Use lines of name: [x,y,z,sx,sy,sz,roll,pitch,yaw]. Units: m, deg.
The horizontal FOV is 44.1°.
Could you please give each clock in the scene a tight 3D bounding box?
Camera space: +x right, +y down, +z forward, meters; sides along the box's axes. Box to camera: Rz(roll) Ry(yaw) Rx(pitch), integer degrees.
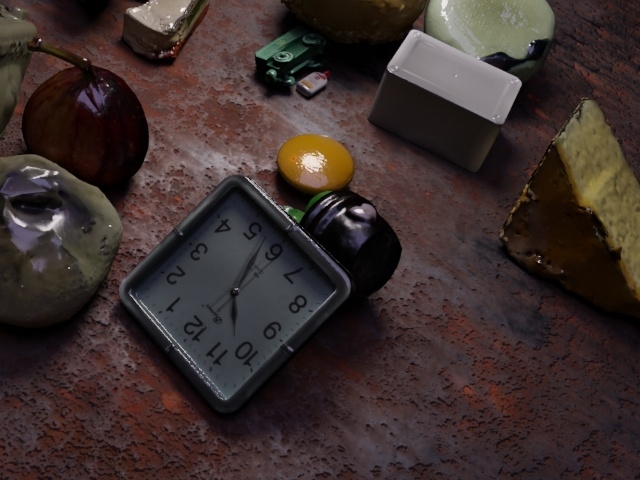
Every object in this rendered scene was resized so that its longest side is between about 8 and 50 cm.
clock: [-0.126,0.074,1.180,0.279,0.049,0.273,-45,72,-1]

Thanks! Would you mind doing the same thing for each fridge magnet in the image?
fridge magnet: [-0.009,-0.134,1.421,0.143,0.063,0.143,7,51,-9]

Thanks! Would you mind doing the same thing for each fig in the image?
fig: [-0.366,-0.213,1.269,0.203,0.249,0.186,32,40,5]

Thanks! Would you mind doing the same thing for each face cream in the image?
face cream: [-0.010,-0.318,1.581,0.040,0.021,0.083,38,54,16]

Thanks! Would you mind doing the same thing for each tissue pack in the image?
tissue pack: [0.242,-0.275,1.545,0.246,0.136,0.159,27,52,7]

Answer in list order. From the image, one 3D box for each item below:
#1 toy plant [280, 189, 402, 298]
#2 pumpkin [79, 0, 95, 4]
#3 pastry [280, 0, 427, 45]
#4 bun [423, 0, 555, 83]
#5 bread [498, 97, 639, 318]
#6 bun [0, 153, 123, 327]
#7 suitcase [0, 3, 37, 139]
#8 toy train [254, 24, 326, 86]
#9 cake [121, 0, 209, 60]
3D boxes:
toy plant: [0.000,0.000,1.274,0.218,0.175,0.235,-24,36,-36]
pumpkin: [-0.432,-0.574,1.573,0.169,0.148,0.312,-25,59,-24]
pastry: [0.063,-0.495,1.613,0.315,0.184,0.284,-3,28,-29]
bun: [0.340,-0.429,1.670,0.283,0.179,0.283,3,75,-12]
bread: [0.506,-0.058,1.380,0.315,0.279,0.248,24,44,19]
bun: [-0.431,-0.010,1.159,0.273,0.168,0.273,9,58,-15]
suitcase: [-0.559,-0.202,1.162,0.194,0.339,0.351,25,12,-12]
toy train: [-0.062,-0.368,1.574,0.099,0.070,0.172,27,50,28]
cake: [-0.271,-0.434,1.556,0.220,0.086,0.117,-32,67,-31]
